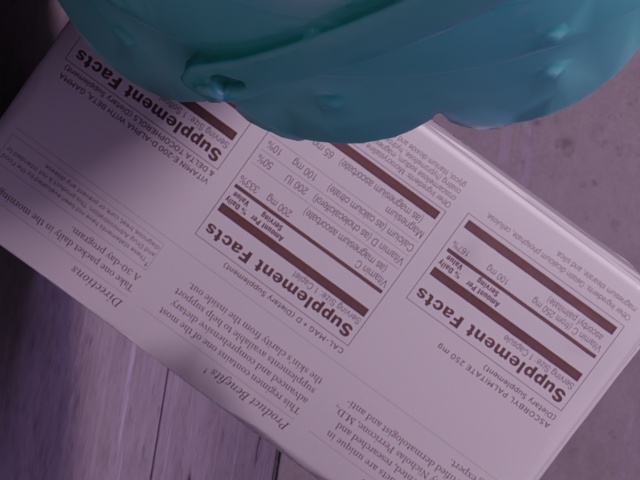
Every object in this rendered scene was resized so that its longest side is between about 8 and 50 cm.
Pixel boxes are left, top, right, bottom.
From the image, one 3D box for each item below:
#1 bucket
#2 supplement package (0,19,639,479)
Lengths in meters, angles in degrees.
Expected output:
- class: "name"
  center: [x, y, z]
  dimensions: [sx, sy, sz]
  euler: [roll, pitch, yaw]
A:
- class: "bucket"
  center: [0.018, -0.177, 0.488]
  dimensions: [0.183, 0.281, 0.281]
  euler: [77, 23, -77]
- class: "supplement package"
  center: [0.000, 0.000, 0.879]
  dimensions: [0.145, 0.262, 0.204]
  euler: [-53, 178, 6]
